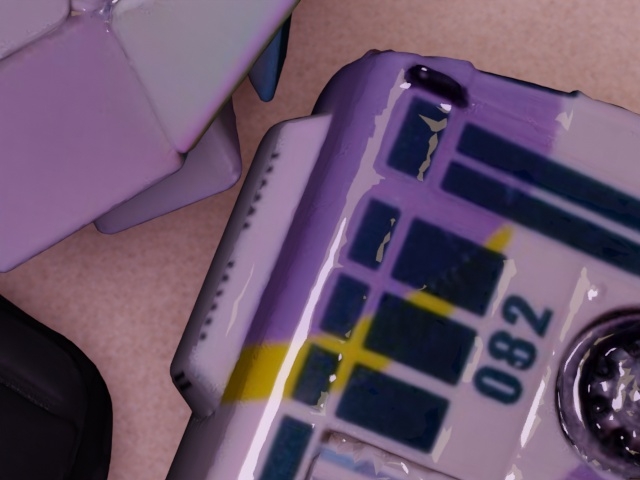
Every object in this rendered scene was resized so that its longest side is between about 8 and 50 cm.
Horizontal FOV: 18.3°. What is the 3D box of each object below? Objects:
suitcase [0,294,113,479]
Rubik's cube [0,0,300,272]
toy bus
[{"bbox_3d":[-0.278,0.093,0.987,0.345,0.339,0.188,39,115,-22],"label":"suitcase"},{"bbox_3d":[-0.146,-0.181,1.010,0.368,0.387,0.358,-33,113,-17],"label":"Rubik's cube"},{"bbox_3d":[0.034,0.122,1.022,0.249,0.209,0.440,23,82,-7],"label":"toy bus"}]
